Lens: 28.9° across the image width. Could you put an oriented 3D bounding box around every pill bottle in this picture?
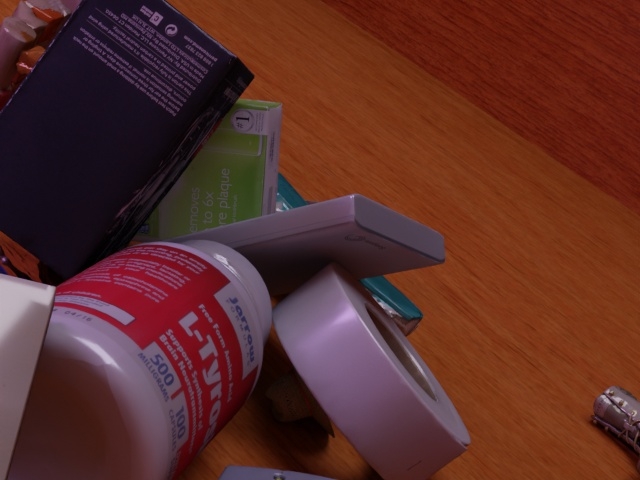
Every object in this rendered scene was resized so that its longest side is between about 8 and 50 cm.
[{"bbox_3d":[-0.196,0.132,1.305,0.229,0.229,0.408,29,21,8],"label":"pill bottle"}]

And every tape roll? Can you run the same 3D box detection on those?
[{"bbox_3d":[0.063,0.167,1.535,0.286,0.100,0.286,52,6,-8],"label":"tape roll"}]

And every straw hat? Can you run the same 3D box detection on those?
[{"bbox_3d":[-0.036,0.197,1.563,0.061,0.144,0.144,-24,35,-6],"label":"straw hat"}]

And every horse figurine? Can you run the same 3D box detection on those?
[{"bbox_3d":[-0.325,0.038,1.563,0.174,0.066,0.263,46,3,-15],"label":"horse figurine"}]

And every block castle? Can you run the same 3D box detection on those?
[{"bbox_3d":[-0.367,-0.242,2.047,0.303,0.213,0.453,39,28,2],"label":"block castle"}]

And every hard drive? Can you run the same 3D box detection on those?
[{"bbox_3d":[-0.047,0.020,1.620,0.353,0.047,0.233,-13,-19,30],"label":"hard drive"}]

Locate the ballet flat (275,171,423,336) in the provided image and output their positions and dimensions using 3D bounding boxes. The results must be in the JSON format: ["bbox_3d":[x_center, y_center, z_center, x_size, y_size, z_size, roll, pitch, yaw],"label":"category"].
[{"bbox_3d":[-0.005,0.046,1.873,0.147,0.147,0.409,4,32,-44],"label":"ballet flat"}]

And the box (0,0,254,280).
[{"bbox_3d":[-0.248,-0.138,1.500,0.179,0.312,0.343,38,4,-2],"label":"box"}]

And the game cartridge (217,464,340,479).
[{"bbox_3d":[0.018,0.316,1.267,0.294,0.060,0.196,13,25,10],"label":"game cartridge"}]

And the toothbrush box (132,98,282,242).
[{"bbox_3d":[-0.207,-0.103,1.749,0.283,0.206,0.122,7,10,8],"label":"toothbrush box"}]

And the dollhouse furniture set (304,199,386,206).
[{"bbox_3d":[0.000,0.000,2.048,0.184,0.129,0.129,4,1,42],"label":"dollhouse furniture set"}]

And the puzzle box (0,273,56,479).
[{"bbox_3d":[-0.445,0.118,0.996,0.409,0.052,0.272,14,65,-8],"label":"puzzle box"}]

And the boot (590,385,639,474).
[{"bbox_3d":[0.486,0.297,1.910,0.165,0.077,0.213,37,19,27],"label":"boot"}]

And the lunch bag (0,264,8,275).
[{"bbox_3d":[-0.416,0.054,1.474,0.067,0.065,0.098,-14,42,-35],"label":"lunch bag"}]
